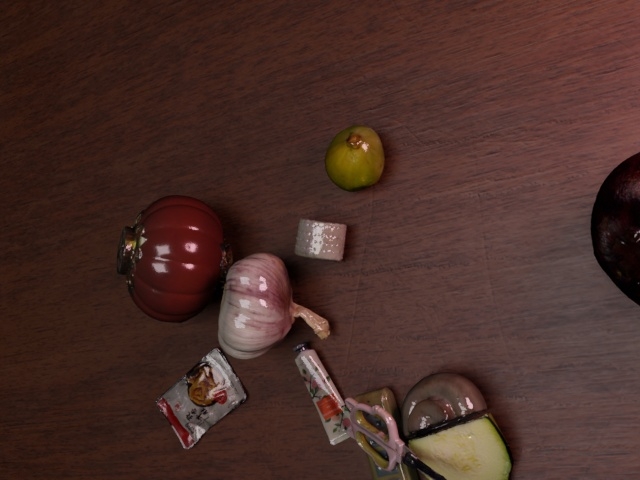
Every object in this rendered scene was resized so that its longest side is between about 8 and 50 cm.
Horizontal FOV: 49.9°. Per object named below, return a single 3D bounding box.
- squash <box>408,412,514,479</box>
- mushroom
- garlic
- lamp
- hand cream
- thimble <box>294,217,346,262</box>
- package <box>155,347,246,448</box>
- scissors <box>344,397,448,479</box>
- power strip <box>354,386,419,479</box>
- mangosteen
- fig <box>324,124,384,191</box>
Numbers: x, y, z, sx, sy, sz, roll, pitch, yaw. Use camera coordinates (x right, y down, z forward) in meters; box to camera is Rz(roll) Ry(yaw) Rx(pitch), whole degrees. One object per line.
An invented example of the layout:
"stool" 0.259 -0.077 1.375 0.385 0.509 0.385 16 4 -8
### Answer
"squash" 0.293 0.424 1.387 0.191 0.085 0.184 -24 107 22
"mushroom" 0.235 0.328 1.380 0.188 0.141 0.117 -35 53 28
"garlic" -0.097 0.161 1.534 0.253 0.245 0.245 17 96 3
"lamp" -0.344 0.042 1.628 0.303 0.256 0.303 -170 90 -69
"hand cream" 0.005 0.341 1.555 0.080 0.050 0.234 -32 79 17
"thimble" 0.000 0.000 1.540 0.115 0.102 0.090 9 92 57
"package" -0.298 0.397 1.717 0.239 0.030 0.154 -43 71 19
"scissors" 0.163 0.420 1.354 0.317 0.024 0.160 25 128 42
"power strip" 0.159 0.510 1.449 0.092 0.066 0.388 -23 77 28
"mangosteen" 0.602 -0.020 1.136 0.297 0.293 0.297 19 122 34
"fig" 0.076 -0.180 1.502 0.135 0.120 0.153 27 123 21
